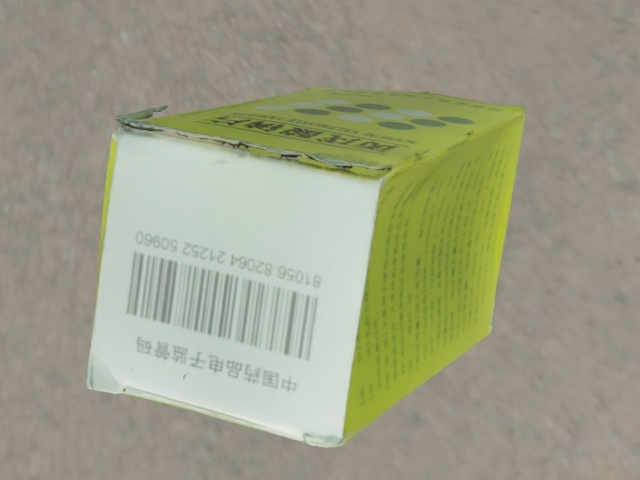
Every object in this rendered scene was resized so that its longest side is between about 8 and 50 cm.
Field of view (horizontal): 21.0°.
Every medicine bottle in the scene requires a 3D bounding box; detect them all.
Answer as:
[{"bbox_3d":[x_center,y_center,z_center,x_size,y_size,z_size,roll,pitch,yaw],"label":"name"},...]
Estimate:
[{"bbox_3d":[0.000,0.000,0.880,0.137,0.250,0.141,14,105,19],"label":"medicine bottle"}]
